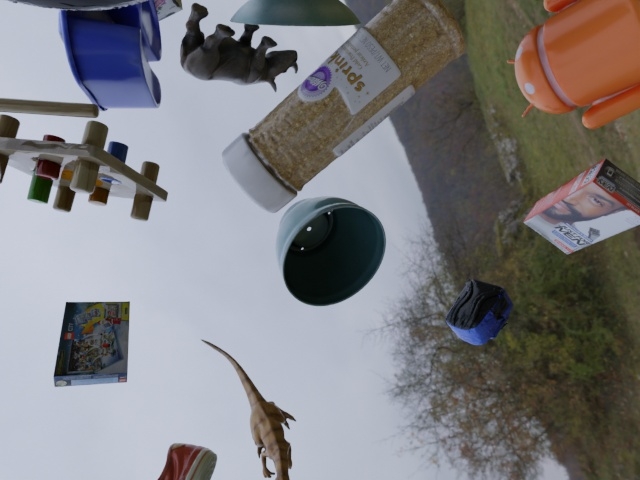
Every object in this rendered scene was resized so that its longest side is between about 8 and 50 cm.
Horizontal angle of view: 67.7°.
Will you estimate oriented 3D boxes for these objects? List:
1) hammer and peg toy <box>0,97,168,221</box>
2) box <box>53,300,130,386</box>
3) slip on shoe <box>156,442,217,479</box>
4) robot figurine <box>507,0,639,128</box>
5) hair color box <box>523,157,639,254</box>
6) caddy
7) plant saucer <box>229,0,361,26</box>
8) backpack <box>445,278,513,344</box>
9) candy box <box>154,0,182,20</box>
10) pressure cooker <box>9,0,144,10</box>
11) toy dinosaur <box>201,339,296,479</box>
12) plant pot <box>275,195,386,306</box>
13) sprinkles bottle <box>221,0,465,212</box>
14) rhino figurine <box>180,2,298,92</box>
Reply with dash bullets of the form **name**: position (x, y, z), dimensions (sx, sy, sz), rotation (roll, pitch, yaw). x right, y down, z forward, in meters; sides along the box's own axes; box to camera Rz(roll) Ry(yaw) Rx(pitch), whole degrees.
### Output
- **hammer and peg toy**: position (-0.463, -0.139, 0.853), dimensions (0.361, 0.266, 0.127), rotation (55, -137, -75)
- **box**: position (-0.571, 0.254, 1.209), dimensions (0.159, 0.044, 0.233), rotation (2, -140, -21)
- **slip on shoe**: position (-0.315, 0.545, 0.898), dimensions (0.123, 0.101, 0.331), rotation (80, -147, -63)
- **robot figurine**: position (0.346, -0.239, 0.600), dimensions (0.158, 0.219, 0.128), rotation (44, -126, -22)
- **hair color box**: position (0.401, -0.045, 0.725), dimensions (0.093, 0.053, 0.167), rotation (37, 159, 4)
- **caddy**: position (-0.443, -0.413, 0.998), dimensions (0.341, 0.179, 0.241), rotation (149, 119, -78)
- **plant saucer**: position (-0.037, -0.340, 0.700), dimensions (0.195, 0.195, 0.037), rotation (-70, -18, -61)
- **backpack**: position (0.330, 0.158, 0.984), dimensions (0.101, 0.120, 0.098), rotation (52, 161, -23)
- **candy box**: position (-0.432, -0.637, 1.159), dimensions (0.071, 0.159, 0.233), rotation (38, -145, -65)
- **pressure cooker**: position (-0.221, -0.443, 0.374), dimensions (0.370, 0.375, 0.420), rotation (99, 158, -54)
- **toy dinosaur**: position (-0.071, 0.217, 0.595), dimensions (0.211, 0.064, 0.112), rotation (56, 166, 30)
- **plant pot**: position (0.000, 0.000, 1.283), dimensions (0.293, 0.293, 0.196), rotation (49, 179, -40)
- **sprinkles bottle**: position (0.026, -0.192, 0.674), dimensions (0.121, 0.355, 0.121), rotation (48, -168, -13)
- **rhino figurine**: position (-0.125, -0.303, 0.792), dimensions (0.243, 0.106, 0.073), rotation (-8, -121, -49)
